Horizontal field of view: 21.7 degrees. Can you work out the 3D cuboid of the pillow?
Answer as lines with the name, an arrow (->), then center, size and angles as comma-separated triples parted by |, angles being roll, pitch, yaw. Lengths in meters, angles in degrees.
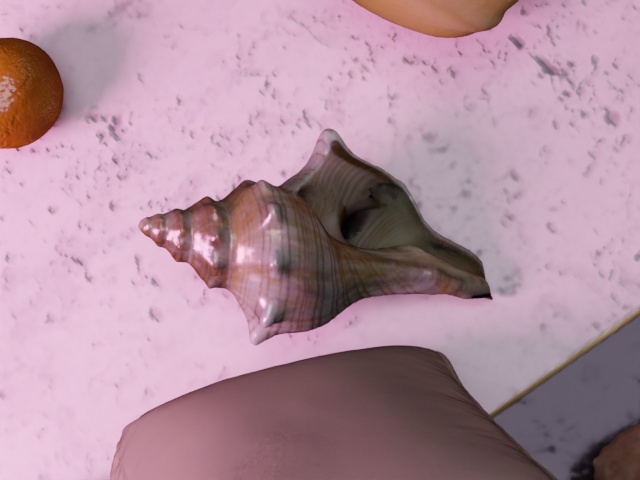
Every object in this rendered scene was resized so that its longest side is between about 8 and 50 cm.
pillow -> 0.004, 0.159, 1.005 | 0.255, 0.322, 0.119 | -15, 107, -9

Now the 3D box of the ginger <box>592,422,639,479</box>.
ginger -> 0.242, 0.272, 1.059 | 0.245, 0.155, 0.304 | 29, 83, 5

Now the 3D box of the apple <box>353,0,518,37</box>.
apple -> 0.076, -0.233, 1.138 | 0.200, 0.200, 0.200 | 0, 81, 3

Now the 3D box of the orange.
orange -> -0.223, -0.104, 1.186 | 0.085, 0.085, 0.085 | 0, 81, 3

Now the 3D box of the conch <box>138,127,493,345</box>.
conch -> -0.011, -0.004, 1.151 | 0.234, 0.114, 0.137 | -10, 90, -34
